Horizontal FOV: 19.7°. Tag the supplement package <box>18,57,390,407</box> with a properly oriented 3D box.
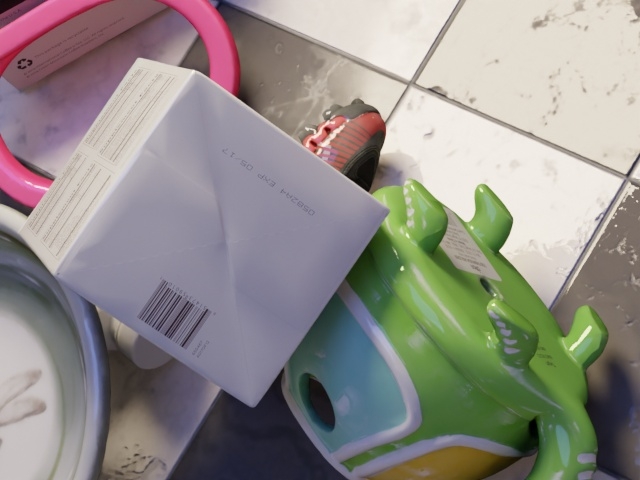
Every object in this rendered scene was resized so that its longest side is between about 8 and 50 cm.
[{"bbox_3d":[-0.108,-0.015,1.547,0.198,0.199,0.262,-55,17,-2],"label":"supplement package"}]

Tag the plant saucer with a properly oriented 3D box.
[{"bbox_3d":[-0.336,0.161,1.766,0.400,0.100,0.401,-5,81,32],"label":"plant saucer"}]

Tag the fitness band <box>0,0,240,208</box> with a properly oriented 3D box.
[{"bbox_3d":[-0.221,-0.150,1.854,0.290,0.054,0.209,-27,96,11],"label":"fitness band"}]

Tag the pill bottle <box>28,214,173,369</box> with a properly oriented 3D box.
[{"bbox_3d":[-0.210,0.045,1.794,0.180,0.108,0.108,37,85,30],"label":"pill bottle"}]

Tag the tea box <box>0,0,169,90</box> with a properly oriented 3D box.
[{"bbox_3d":[-0.273,-0.397,1.943,0.329,0.220,0.324,-26,60,10],"label":"tea box"}]

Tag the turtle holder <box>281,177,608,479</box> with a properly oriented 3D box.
[{"bbox_3d":[0.112,0.116,1.584,0.320,0.243,0.227,46,109,-1],"label":"turtle holder"}]

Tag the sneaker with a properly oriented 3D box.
[{"bbox_3d":[0.000,0.000,1.734,0.135,0.097,0.276,28,83,30],"label":"sneaker"}]
